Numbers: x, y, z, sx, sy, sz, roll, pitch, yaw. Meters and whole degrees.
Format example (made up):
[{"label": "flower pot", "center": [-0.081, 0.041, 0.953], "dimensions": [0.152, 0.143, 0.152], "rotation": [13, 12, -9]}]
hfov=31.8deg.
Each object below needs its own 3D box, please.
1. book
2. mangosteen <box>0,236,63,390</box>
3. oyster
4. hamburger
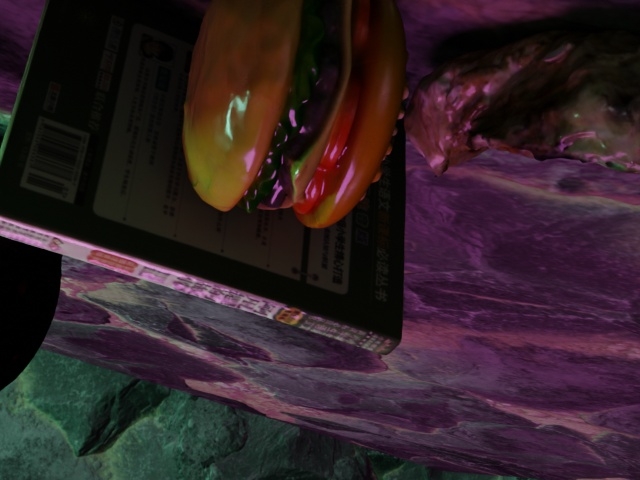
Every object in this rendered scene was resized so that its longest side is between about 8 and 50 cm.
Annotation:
[{"label": "book", "center": [-0.064, -0.051, 0.721], "dimensions": [0.264, 0.202, 0.027], "rotation": [19, 141, -19]}, {"label": "mangosteen", "center": [-0.404, 0.019, 1.115], "dimensions": [0.307, 0.306, 0.347], "rotation": [13, -167, 0]}, {"label": "oyster", "center": [0.207, -0.071, 0.672], "dimensions": [0.295, 0.093, 0.166], "rotation": [5, -177, -7]}, {"label": "hamburger", "center": [-0.016, -0.086, 0.645], "dimensions": [0.115, 0.162, 0.162], "rotation": [12, 165, -16]}]
